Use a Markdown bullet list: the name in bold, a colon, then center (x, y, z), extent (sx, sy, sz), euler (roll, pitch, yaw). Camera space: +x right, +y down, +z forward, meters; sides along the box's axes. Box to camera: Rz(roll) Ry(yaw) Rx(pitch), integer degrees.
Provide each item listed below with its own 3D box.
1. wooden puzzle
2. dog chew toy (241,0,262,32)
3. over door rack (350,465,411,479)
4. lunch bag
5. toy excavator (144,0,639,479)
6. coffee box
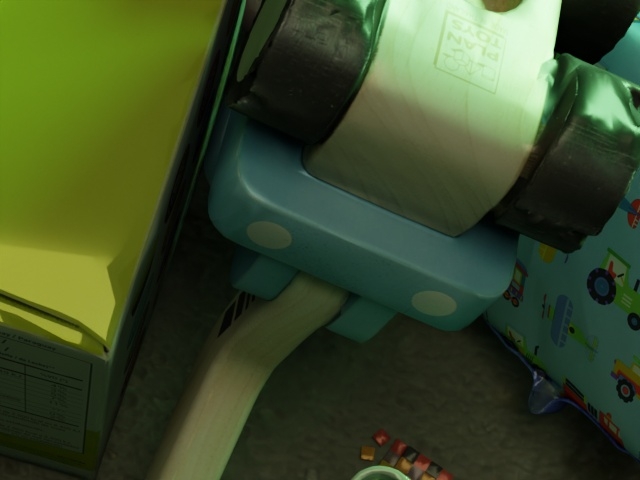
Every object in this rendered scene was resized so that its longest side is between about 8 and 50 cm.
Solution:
- **wooden puzzle**: center (0.061, 0.174, 1.381), extent (0.083, 0.006, 0.049), euler (34, 70, 5)
- **dog chew toy**: center (0.023, -0.206, 1.416), extent (0.332, 0.206, 0.206), euler (33, 69, 13)
- **over door rack**: center (0.033, 0.325, 1.178), extent (0.108, 0.239, 0.324), euler (8, 68, 1)
- **lunch bag**: center (0.210, 0.004, 1.309), extent (0.138, 0.293, 0.221), euler (-3, 36, -45)
- **toy excavator**: center (0.000, 0.000, 1.219), extent (0.222, 0.445, 0.432), euler (22, 56, -13)
- **coffee box**: center (-0.250, -0.077, 1.253), extent (0.338, 0.334, 0.337), euler (17, 69, -2)
